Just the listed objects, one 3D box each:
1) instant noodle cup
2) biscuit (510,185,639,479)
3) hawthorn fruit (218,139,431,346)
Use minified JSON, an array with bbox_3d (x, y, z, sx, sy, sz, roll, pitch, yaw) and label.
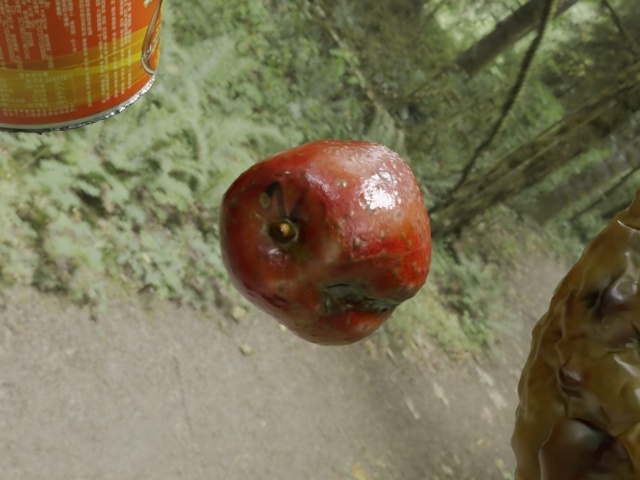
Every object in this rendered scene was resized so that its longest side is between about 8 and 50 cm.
[{"bbox_3d":[-0.188,-0.184,0.604,0.174,0.213,0.213,97,-21,-44],"label":"instant noodle cup"},{"bbox_3d":[0.216,0.052,0.315,0.289,0.334,0.081,48,9,39],"label":"biscuit"},{"bbox_3d":[0.000,0.000,0.386,0.093,0.093,0.093,51,14,-18],"label":"hawthorn fruit"}]
